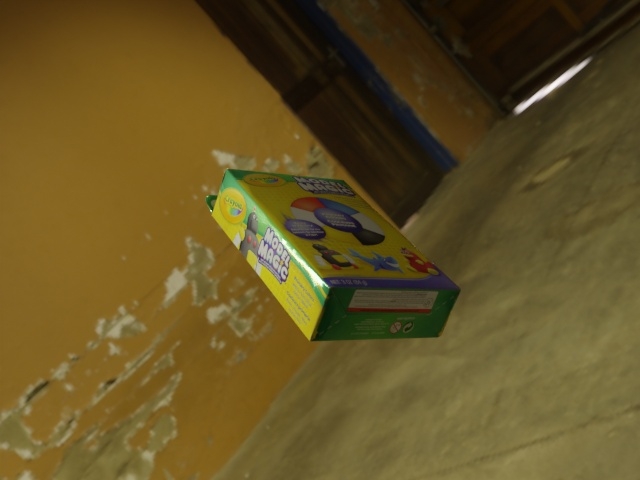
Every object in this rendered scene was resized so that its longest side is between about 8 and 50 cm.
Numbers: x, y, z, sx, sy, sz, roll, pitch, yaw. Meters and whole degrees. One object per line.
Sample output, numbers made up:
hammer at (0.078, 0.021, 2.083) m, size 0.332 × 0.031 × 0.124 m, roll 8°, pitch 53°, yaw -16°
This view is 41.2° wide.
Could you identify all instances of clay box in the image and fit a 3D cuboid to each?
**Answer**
clay box at (0.000, 0.000, 0.713) m, size 0.222 × 0.127 × 0.053 m, roll 48°, pitch 126°, yaw 46°
